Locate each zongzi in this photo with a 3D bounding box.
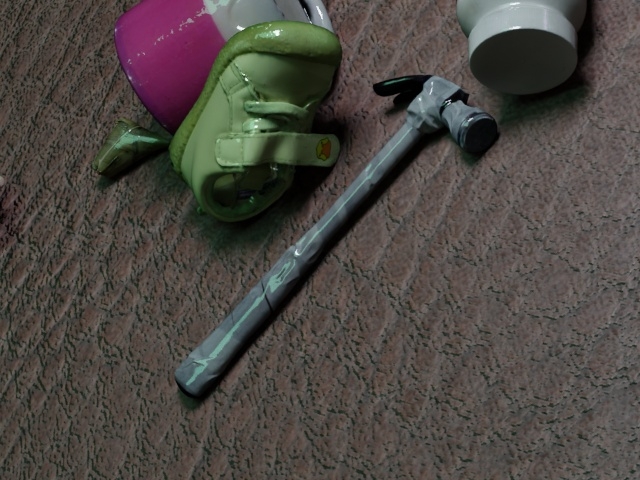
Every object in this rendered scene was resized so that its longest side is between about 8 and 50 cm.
[{"bbox_3d":[-0.222,-0.099,1.897,0.083,0.040,0.076,28,88,27],"label":"zongzi"}]

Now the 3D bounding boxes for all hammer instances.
[{"bbox_3d":[0.001,0.000,1.653,0.427,0.044,0.152,-49,44,0],"label":"hammer"}]

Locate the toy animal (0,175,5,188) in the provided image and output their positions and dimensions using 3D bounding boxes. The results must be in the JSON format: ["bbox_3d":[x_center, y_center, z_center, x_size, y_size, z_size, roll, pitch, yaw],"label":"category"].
[{"bbox_3d":[-0.498,-0.036,1.992,0.248,0.149,0.165,-6,43,21],"label":"toy animal"}]

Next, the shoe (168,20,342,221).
[{"bbox_3d":[-0.058,-0.122,1.701,0.262,0.140,0.128,-45,64,39],"label":"shoe"}]

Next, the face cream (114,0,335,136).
[{"bbox_3d":[-0.104,-0.224,1.784,0.195,0.175,0.175,-29,48,19],"label":"face cream"}]

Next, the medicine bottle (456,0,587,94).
[{"bbox_3d":[0.202,-0.278,1.620,0.131,0.131,0.250,-17,54,28],"label":"medicine bottle"}]
